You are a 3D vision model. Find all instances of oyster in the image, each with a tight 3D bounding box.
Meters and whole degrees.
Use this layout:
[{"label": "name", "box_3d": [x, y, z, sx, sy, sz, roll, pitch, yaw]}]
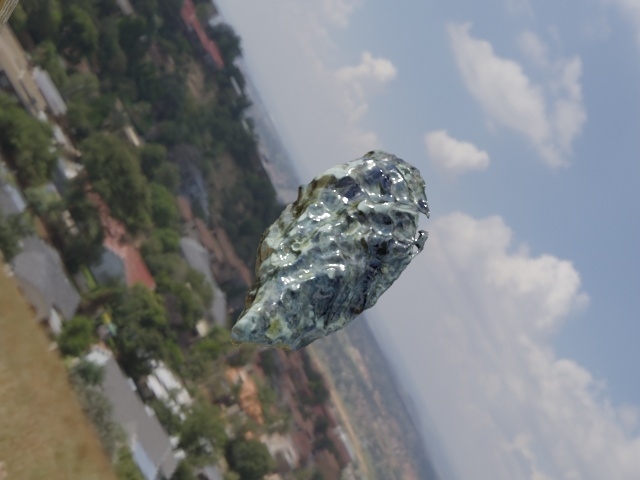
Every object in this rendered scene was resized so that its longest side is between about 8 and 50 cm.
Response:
[{"label": "oyster", "box_3d": [0.000, 0.002, 0.922, 0.199, 0.252, 0.087, 51, -21, 43]}]

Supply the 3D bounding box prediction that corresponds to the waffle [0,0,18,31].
[{"label": "waffle", "box_3d": [-0.352, -0.174, 0.937, 0.055, 0.221, 0.248, 30, 8, -20]}]
